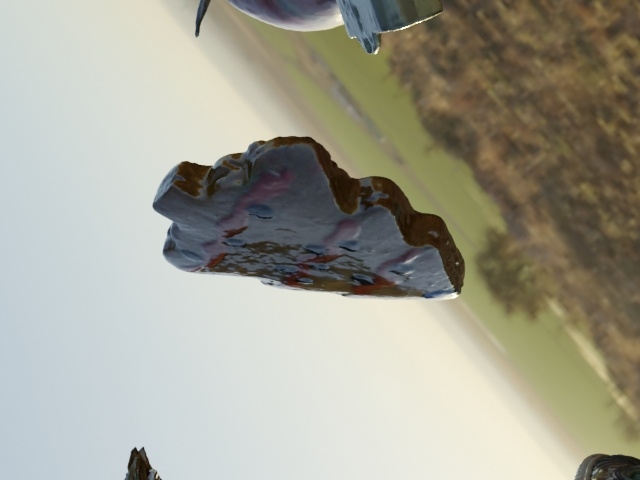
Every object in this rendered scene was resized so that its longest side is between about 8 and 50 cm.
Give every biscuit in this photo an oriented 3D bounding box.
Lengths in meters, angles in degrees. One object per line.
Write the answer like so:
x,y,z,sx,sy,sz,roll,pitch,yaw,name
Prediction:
0.000,0.000,0.510,0.130,0.019,0.119,17,155,-20,biscuit

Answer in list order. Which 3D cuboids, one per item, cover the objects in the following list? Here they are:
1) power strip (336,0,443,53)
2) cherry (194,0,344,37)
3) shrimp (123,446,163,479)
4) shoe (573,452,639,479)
-0.002,-0.224,0.660,0.092,0.034,0.268,-152,43,-77,power strip
-0.021,-0.272,0.990,0.213,0.285,0.236,33,176,20,cherry
-0.129,0.222,1.046,0.042,0.101,0.190,10,-154,-19,shrimp
0.212,0.176,0.914,0.143,0.071,0.064,-6,-102,-68,shoe
